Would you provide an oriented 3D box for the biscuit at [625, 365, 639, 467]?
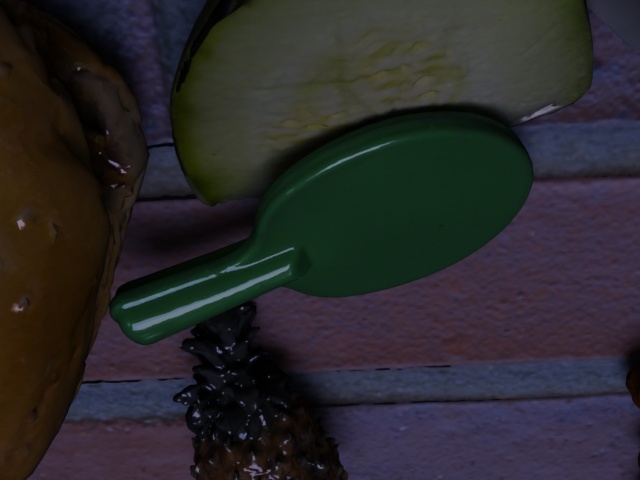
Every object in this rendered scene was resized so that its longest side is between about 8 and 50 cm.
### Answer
[{"bbox_3d":[0.385,0.172,0.736,0.318,0.110,0.312,-9,126,6],"label":"biscuit"}]

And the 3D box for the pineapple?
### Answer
[{"bbox_3d":[-0.045,0.121,0.699,0.108,0.108,0.197,-11,114,8],"label":"pineapple"}]

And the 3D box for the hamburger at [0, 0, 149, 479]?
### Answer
[{"bbox_3d":[-0.252,0.002,0.537,0.284,0.174,0.304,17,106,-2],"label":"hamburger"}]

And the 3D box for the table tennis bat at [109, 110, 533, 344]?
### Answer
[{"bbox_3d":[0.000,0.000,0.606,0.257,0.039,0.160,-22,148,4],"label":"table tennis bat"}]

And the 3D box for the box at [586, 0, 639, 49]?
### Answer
[{"bbox_3d":[0.117,-0.180,0.454,0.245,0.035,0.139,35,158,-24],"label":"box"}]

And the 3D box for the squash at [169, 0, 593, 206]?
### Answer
[{"bbox_3d":[0.014,-0.080,0.504,0.237,0.155,0.204,-17,125,9],"label":"squash"}]
